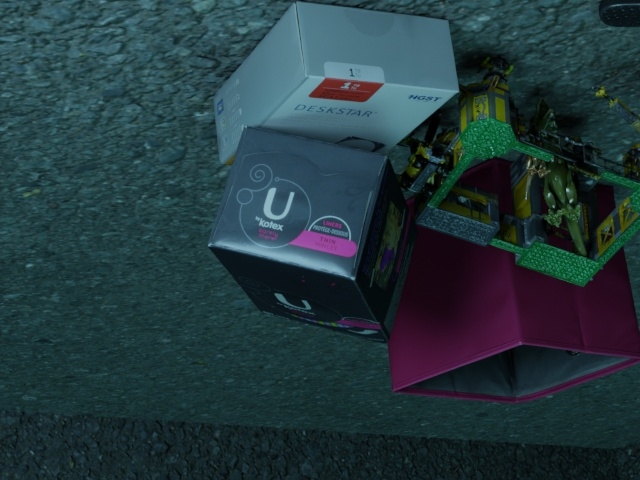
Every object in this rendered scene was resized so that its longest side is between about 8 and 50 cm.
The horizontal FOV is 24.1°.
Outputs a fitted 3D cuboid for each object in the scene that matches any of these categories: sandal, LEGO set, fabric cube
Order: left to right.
[{"bbox_3d":[0.256,0.066,2.079,0.259,0.258,0.254,10,154,-38],"label":"fabric cube"},{"bbox_3d":[0.254,-0.108,1.776,0.331,0.192,0.255,12,138,-11],"label":"LEGO set"},{"bbox_3d":[0.381,-0.250,1.563,0.179,0.040,0.067,3,158,18],"label":"sandal"}]

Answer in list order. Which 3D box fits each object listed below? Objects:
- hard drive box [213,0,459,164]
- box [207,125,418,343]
[{"bbox_3d":[0.011,-0.159,1.618,0.181,0.089,0.232,3,158,-25],"label":"hard drive box"},{"bbox_3d":[0.000,0.000,1.647,0.165,0.143,0.270,12,165,15],"label":"box"}]
